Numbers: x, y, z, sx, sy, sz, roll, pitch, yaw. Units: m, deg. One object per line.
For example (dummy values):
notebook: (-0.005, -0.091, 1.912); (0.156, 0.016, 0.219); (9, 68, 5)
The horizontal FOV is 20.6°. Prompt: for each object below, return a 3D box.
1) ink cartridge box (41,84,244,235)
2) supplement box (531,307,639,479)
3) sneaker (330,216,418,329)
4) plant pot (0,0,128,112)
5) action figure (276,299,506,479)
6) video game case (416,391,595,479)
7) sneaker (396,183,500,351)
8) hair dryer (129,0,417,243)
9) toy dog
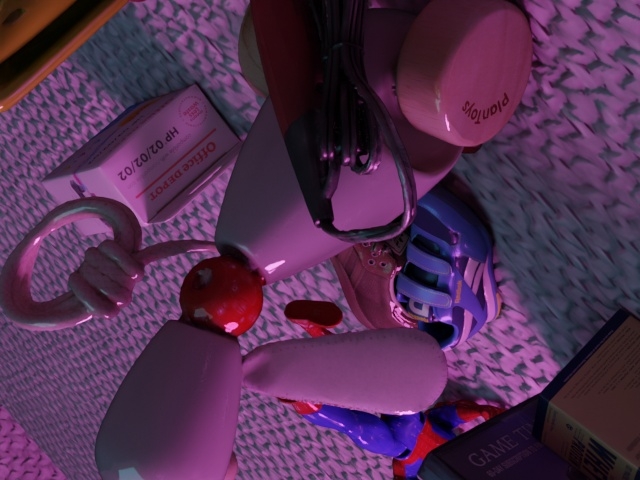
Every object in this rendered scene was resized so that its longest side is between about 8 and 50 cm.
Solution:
ink cartridge box: (-0.134, -0.062, 1.361); (0.061, 0.104, 0.181); (53, 157, -15)
supplement box: (0.188, 0.104, 1.076); (0.083, 0.083, 0.056); (37, 155, 22)
sneaker: (0.032, -0.011, 1.222); (0.071, 0.066, 0.188); (0, 136, 40)
plant pot: (-0.206, -0.229, 1.060); (0.227, 0.228, 0.207); (39, 164, 21)
action figure: (0.080, 0.145, 1.305); (0.139, 0.091, 0.280); (17, 164, 35)
video game case: (0.214, 0.192, 1.070); (0.274, 0.196, 0.026); (37, 118, 23)
sneaker: (0.080, 0.021, 1.167); (0.053, 0.059, 0.144); (31, 153, 39)
hair dryer: (-0.031, -0.139, 0.915); (0.080, 0.224, 0.293); (16, -173, -38)
toy dog: (0.000, 0.000, 0.997); (0.161, 0.334, 0.220); (39, -173, -49)
